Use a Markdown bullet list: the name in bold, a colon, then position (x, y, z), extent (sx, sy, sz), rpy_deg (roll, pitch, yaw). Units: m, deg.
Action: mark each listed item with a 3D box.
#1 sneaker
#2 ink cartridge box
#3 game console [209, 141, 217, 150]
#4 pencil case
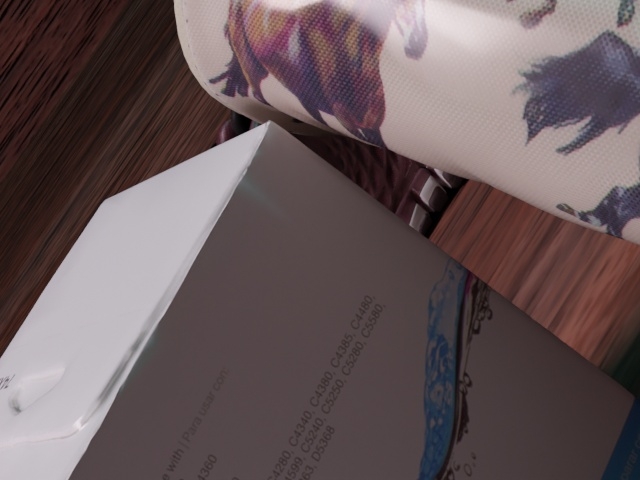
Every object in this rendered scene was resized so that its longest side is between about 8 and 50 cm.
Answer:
- **sneaker**: position (0.027, -0.090, 1.349), extent (0.281, 0.162, 0.106), rpy_deg (-60, 19, -18)
- **ink cartridge box**: position (-0.006, 0.117, 0.864), extent (0.198, 0.270, 0.197), rpy_deg (-18, 39, 61)
- **game console**: position (-0.045, -0.053, 1.667), extent (0.213, 0.044, 0.361), rpy_deg (-55, 18, -9)
- **pencil case**: position (0.146, -0.070, 0.721), extent (0.410, 0.183, 0.160), rpy_deg (21, 113, 37)
